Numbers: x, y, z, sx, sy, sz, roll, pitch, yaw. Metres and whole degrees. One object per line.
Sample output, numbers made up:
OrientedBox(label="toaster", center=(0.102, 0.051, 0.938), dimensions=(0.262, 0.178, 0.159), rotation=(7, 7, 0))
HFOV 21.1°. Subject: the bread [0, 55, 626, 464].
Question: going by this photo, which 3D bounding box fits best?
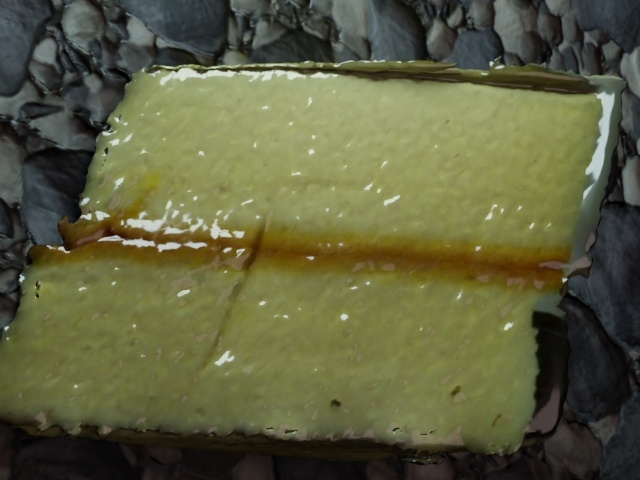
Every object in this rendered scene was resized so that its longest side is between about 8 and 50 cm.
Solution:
OrientedBox(label="bread", center=(0.000, 0.000, 1.296), dimensions=(0.405, 0.242, 0.345), rotation=(17, 71, -38))
